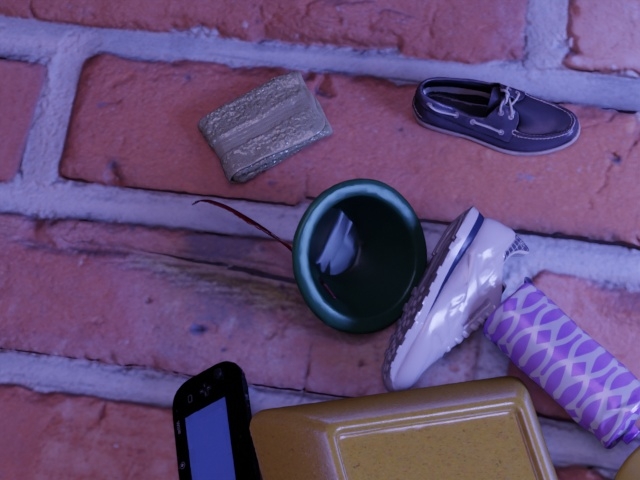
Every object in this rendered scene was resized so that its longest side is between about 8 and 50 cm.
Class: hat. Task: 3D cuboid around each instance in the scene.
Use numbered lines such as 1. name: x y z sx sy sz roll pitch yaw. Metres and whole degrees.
1. hat: 0.000 0.000 1.685 0.173 0.183 0.208 -37 111 -20

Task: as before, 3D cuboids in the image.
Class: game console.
1. game console: -0.117 0.307 1.524 0.213 0.044 0.361 -24 55 21

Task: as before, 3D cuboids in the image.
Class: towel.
1. towel: -0.070 -0.143 1.754 0.148 0.027 0.110 -29 66 -6

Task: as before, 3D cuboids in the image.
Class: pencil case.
1. pencil case: 0.270 0.138 1.562 0.086 0.088 0.206 -37 67 -17

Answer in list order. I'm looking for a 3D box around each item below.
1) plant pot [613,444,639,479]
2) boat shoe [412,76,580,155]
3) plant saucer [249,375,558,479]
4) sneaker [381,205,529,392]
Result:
1. plant pot: 0.357 0.261 1.507 0.083 0.081 0.081 -39 68 2
2. boat shoe: 0.211 -0.155 1.707 0.206 0.065 0.075 11 68 11
3. plant saucer: 0.127 0.294 1.446 0.333 0.081 0.332 -6 65 -22
4. sneaker: 0.151 0.078 1.607 0.095 0.090 0.235 32 81 -9
